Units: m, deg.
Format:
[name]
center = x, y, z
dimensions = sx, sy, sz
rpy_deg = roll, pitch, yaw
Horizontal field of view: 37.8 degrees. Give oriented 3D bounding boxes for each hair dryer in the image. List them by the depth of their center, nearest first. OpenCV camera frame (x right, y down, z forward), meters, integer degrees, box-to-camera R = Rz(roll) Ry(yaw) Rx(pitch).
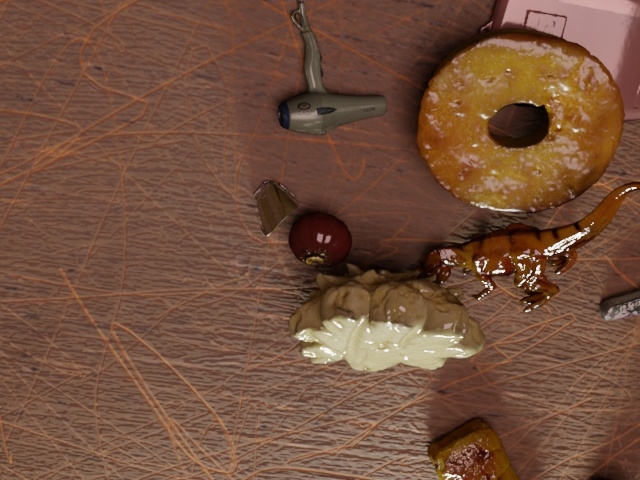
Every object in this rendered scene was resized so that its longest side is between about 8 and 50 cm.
[hair dryer]
center = 0.024, -0.256, 1.415
dimensions = 0.167, 0.067, 0.199
rpy_deg = 6, 92, -20

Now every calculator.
[calculator]
center = 0.404, -0.294, 1.448
dimensions = 0.329, 0.048, 0.220
rpy_deg = 8, 109, -8

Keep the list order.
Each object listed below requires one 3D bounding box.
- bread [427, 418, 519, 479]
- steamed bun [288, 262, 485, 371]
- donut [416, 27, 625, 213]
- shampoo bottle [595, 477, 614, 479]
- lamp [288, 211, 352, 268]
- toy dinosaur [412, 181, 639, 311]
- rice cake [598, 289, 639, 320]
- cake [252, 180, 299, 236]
[bread]
center = 0.301, 0.450, 1.659
dimensions = 0.139, 0.077, 0.271
rpy_deg = -27, 107, -2
[steamed bun]
center = 0.111, 0.114, 1.457
dimensions = 0.292, 0.137, 0.295
rpy_deg = 24, 148, -36
[donut]
center = 0.294, -0.188, 1.406
dimensions = 0.303, 0.110, 0.303
rpy_deg = 2, 120, 3
[shampoo bottle]
center = 0.498, 0.569, 1.732
dimensions = 0.102, 0.064, 0.260
rpy_deg = 17, 105, -19
[lamp]
center = 0.000, 0.000, 1.463
dimensions = 0.101, 0.090, 0.101
rpy_deg = 10, 145, 7
[toy dinosaur]
center = 0.347, 0.017, 1.476
dimensions = 0.432, 0.097, 0.208
rpy_deg = -24, 140, 30
[rice cake]
center = 0.575, 0.094, 1.601
dimensions = 0.206, 0.047, 0.036
rpy_deg = -18, 94, -4
[cake]
center = -0.062, -0.040, 1.424
dimensions = 0.052, 0.121, 0.065
rpy_deg = -41, 117, 13
